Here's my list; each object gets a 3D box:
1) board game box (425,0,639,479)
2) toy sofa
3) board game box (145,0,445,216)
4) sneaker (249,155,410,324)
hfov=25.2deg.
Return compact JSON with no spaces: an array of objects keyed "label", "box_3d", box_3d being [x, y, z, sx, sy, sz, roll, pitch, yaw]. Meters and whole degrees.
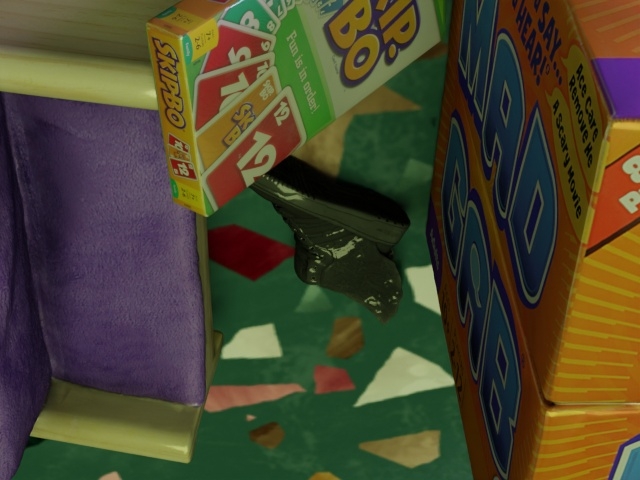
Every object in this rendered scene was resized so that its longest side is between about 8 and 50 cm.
[{"label":"board game box","box_3d":[0.276,-0.026,0.871,0.356,0.356,0.356,0,130,-5]},{"label":"toy sofa","box_3d":[-0.157,0.011,0.944,0.150,0.177,0.362,8,135,6]},{"label":"board game box","box_3d":[0.002,-0.131,0.861,0.039,0.259,0.124,24,137,29]},{"label":"sneaker","box_3d":[-0.001,-0.002,1.066,0.170,0.051,0.089,20,120,-24]}]
